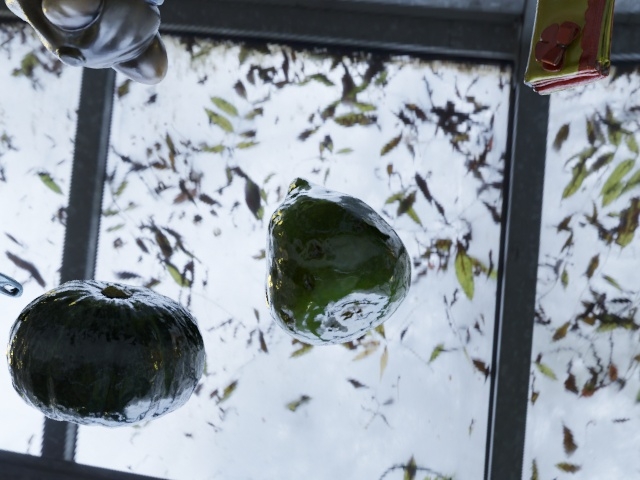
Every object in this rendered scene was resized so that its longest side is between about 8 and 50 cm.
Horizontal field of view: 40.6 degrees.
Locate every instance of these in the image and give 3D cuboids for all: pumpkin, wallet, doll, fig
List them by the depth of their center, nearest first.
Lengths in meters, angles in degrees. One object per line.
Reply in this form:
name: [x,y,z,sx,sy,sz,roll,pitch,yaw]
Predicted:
pumpkin: [-0.229,0.123,0.930,0.211,0.211,0.152,20,-82,15]
doll: [-0.218,-0.356,0.948,0.209,0.318,0.340,30,-81,17]
fig: [0.000,0.000,1.195,0.206,0.206,0.275,-19,-128,-2]
wallet: [0.397,-0.359,1.353,0.141,0.067,0.241,-1,-103,53]

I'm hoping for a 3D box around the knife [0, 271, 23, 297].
knife: [-0.522,0.023,1.212,0.044,0.313,0.019,-41,-123,5]
